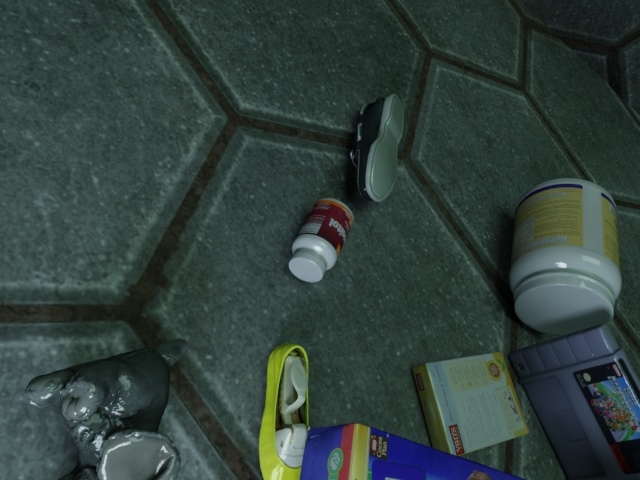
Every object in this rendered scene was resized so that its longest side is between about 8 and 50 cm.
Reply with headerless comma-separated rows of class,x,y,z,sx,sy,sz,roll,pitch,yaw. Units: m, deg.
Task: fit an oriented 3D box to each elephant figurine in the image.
elephant figurine,-0.249,0.263,0.636,0.169,0.186,0.239,21,55,-81

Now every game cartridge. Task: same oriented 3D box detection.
game cartridge,0.571,0.370,1.110,0.068,0.230,0.355,-14,75,-40

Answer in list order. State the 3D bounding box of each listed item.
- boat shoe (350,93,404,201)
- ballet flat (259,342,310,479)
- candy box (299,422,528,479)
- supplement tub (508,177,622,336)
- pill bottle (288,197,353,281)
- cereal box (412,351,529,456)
boat shoe,0.116,-0.199,1.173,0.114,0.091,0.302,56,39,-37
ballet flat,-0.047,0.266,0.810,0.077,0.077,0.231,16,58,-30
candy box,0.120,0.399,0.653,0.317,0.122,0.268,25,54,-23
supplement tub,0.587,0.037,1.290,0.241,0.241,0.331,35,51,-17
pill bottle,0.000,0.000,0.980,0.086,0.086,0.152,38,50,-15
cereal box,0.299,0.319,1.058,0.240,0.047,0.173,2,65,-35
